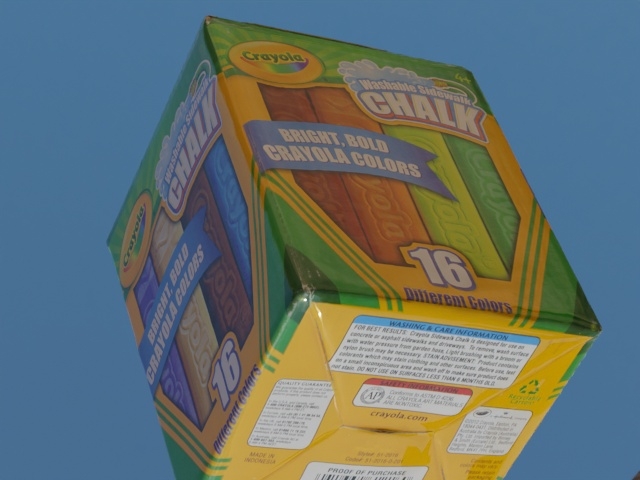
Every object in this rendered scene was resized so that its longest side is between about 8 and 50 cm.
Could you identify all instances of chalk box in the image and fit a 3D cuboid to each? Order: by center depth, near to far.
[{"bbox_3d":[0.000,0.000,1.065,0.180,0.179,0.289,7,-139,-27],"label":"chalk box"}]

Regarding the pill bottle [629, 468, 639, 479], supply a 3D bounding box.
[{"bbox_3d":[0.243,0.087,0.753,0.278,0.162,0.162,-44,-116,-13],"label":"pill bottle"}]
